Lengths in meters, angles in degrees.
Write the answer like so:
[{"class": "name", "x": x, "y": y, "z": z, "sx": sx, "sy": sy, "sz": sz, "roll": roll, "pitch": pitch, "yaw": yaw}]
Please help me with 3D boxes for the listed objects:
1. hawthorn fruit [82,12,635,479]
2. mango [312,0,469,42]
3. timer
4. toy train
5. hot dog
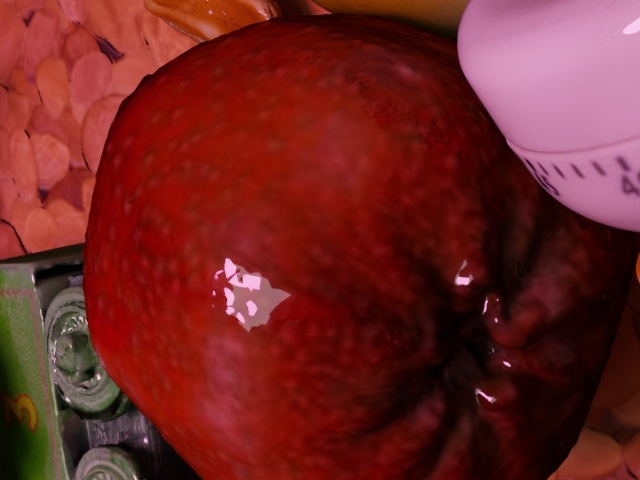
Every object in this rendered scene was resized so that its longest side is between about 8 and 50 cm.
[{"class": "hawthorn fruit", "x": 0.000, "y": 0.000, "z": 0.663, "sx": 0.300, "sy": 0.254, "sz": 0.254, "roll": 44, "pitch": 129, "yaw": 54}, {"class": "mango", "x": 0.044, "y": -0.162, "z": 0.661, "sx": 0.195, "sy": 0.092, "sz": 0.130, "roll": 43, "pitch": 122, "yaw": 16}, {"class": "timer", "x": 0.152, "y": -0.122, "z": 0.491, "sx": 0.233, "sy": 0.233, "sz": 0.240, "roll": -23, "pitch": 111, "yaw": 39}, {"class": "toy train", "x": -0.136, "y": 0.109, "z": 0.847, "sx": 0.188, "sy": 0.132, "sz": 0.243, "roll": -4, "pitch": 97, "yaw": 43}, {"class": "hot dog", "x": -0.060, "y": -0.140, "z": 0.784, "sx": 0.133, "sy": 0.041, "sz": 0.056, "roll": 34, "pitch": 120, "yaw": 35}]
